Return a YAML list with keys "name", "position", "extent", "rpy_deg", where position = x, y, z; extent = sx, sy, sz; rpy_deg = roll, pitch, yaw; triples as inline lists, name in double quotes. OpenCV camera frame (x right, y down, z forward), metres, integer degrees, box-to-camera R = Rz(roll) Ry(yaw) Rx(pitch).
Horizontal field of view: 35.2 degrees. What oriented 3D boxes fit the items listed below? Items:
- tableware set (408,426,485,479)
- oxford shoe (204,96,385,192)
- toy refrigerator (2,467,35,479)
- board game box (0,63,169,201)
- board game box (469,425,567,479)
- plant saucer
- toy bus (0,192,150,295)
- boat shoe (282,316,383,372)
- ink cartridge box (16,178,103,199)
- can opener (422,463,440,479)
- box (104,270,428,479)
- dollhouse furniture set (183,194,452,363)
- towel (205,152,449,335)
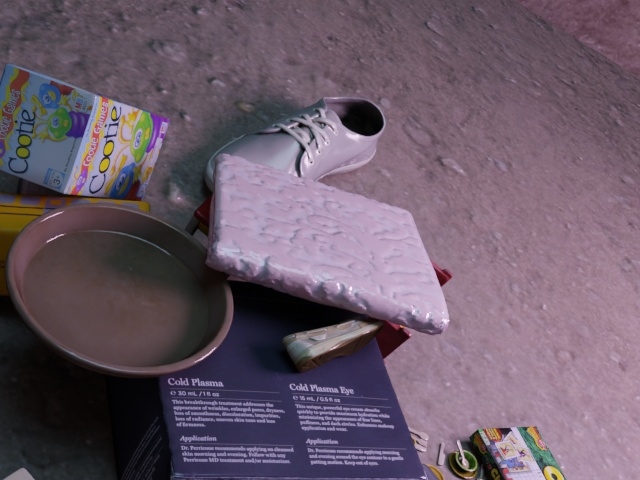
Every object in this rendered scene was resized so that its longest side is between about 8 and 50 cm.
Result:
- name: "tableware set"
  position: [0.182, 0.334, 1.499]
  extent: [0.154, 0.024, 0.104]
  rpy_deg: [28, 38, -4]
- name: "oxford shoe"
  position: [-0.037, -0.173, 1.837]
  extent: [0.169, 0.130, 0.449]
  rpy_deg: [46, 42, 17]
- name: "toy refrigerator"
  position: [-0.283, 0.388, 1.081]
  extent: [0.269, 0.094, 0.102]
  rpy_deg: [43, 46, 16]
- name: "board game box"
  position: [-0.350, -0.148, 1.467]
  extent: [0.142, 0.144, 0.275]
  rpy_deg: [20, 5, 11]
- name: "board game box"
  position: [0.335, 0.396, 1.520]
  extent: [0.136, 0.030, 0.260]
  rpy_deg: [7, 43, -38]
- name: "plant saucer"
  position: [-0.242, 0.062, 1.223]
  extent: [0.277, 0.041, 0.278]
  rpy_deg: [16, 40, -14]
- name: "toy bus"
  position: [-0.401, 0.005, 1.361]
  extent: [0.332, 0.108, 0.130]
  rpy_deg: [3, 30, -9]
- name: "boat shoe"
  position: [0.019, 0.124, 1.311]
  extent: [0.153, 0.056, 0.048]
  rpy_deg: [-20, 63, -37]
- name: "ink cartridge box"
  position: [-0.376, -0.020, 1.526]
  extent: [0.179, 0.045, 0.145]
  rpy_deg: [27, 35, -30]
- name: "can opener"
  position: [0.212, 0.434, 1.389]
  extent: [0.283, 0.076, 0.095]
  rpy_deg: [49, 9, 23]
- name: "box"
  position: [-0.084, 0.225, 1.318]
  extent: [0.343, 0.179, 0.313]
  rpy_deg: [8, 43, -27]
- name: "dollhouse furniture set"
  position: [-0.005, 0.026, 1.581]
  extent: [0.374, 0.152, 0.201]
  rpy_deg: [39, 38, 0]
- name: "towel"
  position: [0.000, 0.000, 1.419]
  extent: [0.331, 0.053, 0.317]
  rpy_deg: [16, 25, -14]
